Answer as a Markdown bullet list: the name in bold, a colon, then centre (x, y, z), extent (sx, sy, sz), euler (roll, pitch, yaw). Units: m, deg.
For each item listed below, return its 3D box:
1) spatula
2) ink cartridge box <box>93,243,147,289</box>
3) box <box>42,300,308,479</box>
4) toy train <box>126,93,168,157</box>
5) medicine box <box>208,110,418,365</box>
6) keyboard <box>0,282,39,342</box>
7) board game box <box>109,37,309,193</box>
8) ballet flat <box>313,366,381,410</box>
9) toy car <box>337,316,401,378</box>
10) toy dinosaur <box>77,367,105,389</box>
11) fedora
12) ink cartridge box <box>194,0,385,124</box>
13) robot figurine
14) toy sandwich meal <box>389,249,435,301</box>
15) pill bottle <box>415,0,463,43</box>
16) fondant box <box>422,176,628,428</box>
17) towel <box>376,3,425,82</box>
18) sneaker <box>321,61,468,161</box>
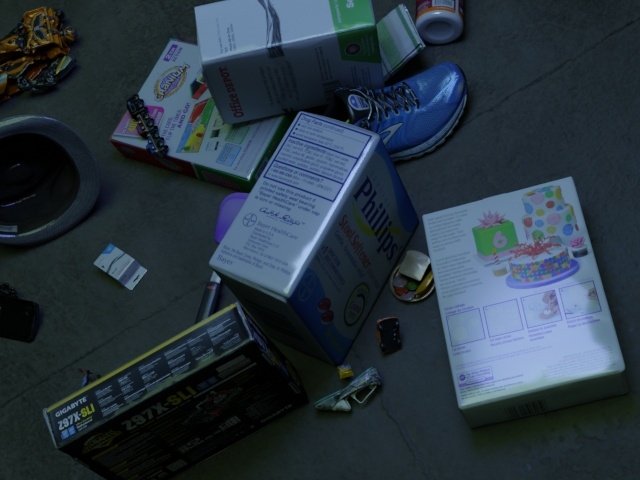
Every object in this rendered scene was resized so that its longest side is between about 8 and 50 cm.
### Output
- **spatula**: centre (-0.169, 0.054, 1.908), extent (0.084, 0.030, 0.296), euler (7, 65, 24)
- **ink cartridge box**: centre (-0.350, 0.046, 1.980), extent (0.083, 0.028, 0.048), euler (29, 75, 30)
- **box**: centre (-0.203, 0.245, 1.678), extent (0.322, 0.257, 0.079), euler (-30, 55, 3)
- **toy train**: centre (-0.313, -0.204, 2.029), extent (0.036, 0.027, 0.158), euler (-34, 56, 3)
- **medicine box**: centre (0.000, 0.000, 1.737), extent (0.149, 0.263, 0.289), euler (21, 71, 28)
- **keyboard**: centre (-0.575, 0.120, 2.027), extent (0.192, 0.038, 0.100), euler (10, 89, 23)
- **board game box**: centre (-0.194, -0.229, 2.057), extent (0.316, 0.064, 0.242), euler (18, 69, 28)
- **ballet flat**: centre (0.044, 0.237, 1.724), extent (0.114, 0.041, 0.041), euler (-32, 56, 1)
- **toy car**: centre (0.069, 0.159, 1.750), extent (0.122, 0.060, 0.040), euler (-28, 24, -5)
- **toy dinosaur**: centre (-0.384, 0.260, 1.879), extent (0.090, 0.047, 0.082), euler (1, 67, 58)
- **fedora**: centre (-0.539, -0.122, 2.059), extent (0.275, 0.244, 0.124), euler (-34, 27, 5)
- **ink cartridge box**: centre (-0.049, -0.317, 1.889), extent (0.289, 0.211, 0.122), euler (-11, 66, 2)
- **robot figurine**: centre (-0.628, -0.369, 2.281), extent (0.291, 0.085, 0.211), euler (-24, 57, 6)
- **toy sandwich meal**: centre (0.147, 0.056, 1.792), extent (0.085, 0.029, 0.086), euler (-9, 59, 15)
- **pill bottle**: centre (0.213, -0.433, 2.011), extent (0.086, 0.086, 0.152), euler (-5, 60, 17)
- **fondant box**: centre (0.299, 0.089, 1.681), extent (0.238, 0.096, 0.330), euler (-15, 59, 12)
- **towel**: centre (0.112, -0.332, 1.998), extent (0.152, 0.023, 0.113), euler (-40, 50, 28)
- **sneaker**: centre (0.098, -0.199, 1.885), extent (0.330, 0.147, 0.130), euler (-33, 56, -1)
